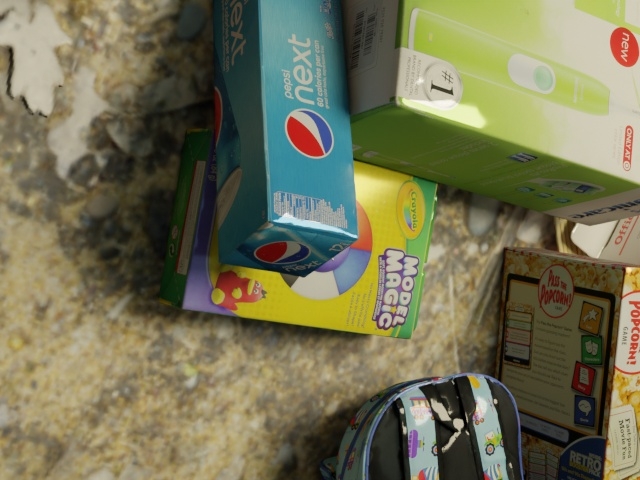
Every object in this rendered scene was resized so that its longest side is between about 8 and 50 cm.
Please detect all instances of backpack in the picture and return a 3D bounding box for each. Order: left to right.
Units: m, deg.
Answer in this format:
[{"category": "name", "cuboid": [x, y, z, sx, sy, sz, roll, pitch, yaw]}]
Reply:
[{"category": "backpack", "cuboid": [0.076, 0.181, 0.875, 0.158, 0.117, 0.173, -10, 101, -27]}]

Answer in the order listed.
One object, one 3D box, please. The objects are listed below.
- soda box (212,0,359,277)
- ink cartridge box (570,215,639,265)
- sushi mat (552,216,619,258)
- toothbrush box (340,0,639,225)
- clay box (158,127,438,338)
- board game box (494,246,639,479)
[{"category": "soda box", "cuboid": [-0.027, -0.087, 0.764, 0.067, 0.071, 0.210, 11, 62, -28]}, {"category": "ink cartridge box", "cuboid": [0.317, 0.003, 0.993, 0.198, 0.067, 0.115, 33, 79, -29]}, {"category": "sushi mat", "cuboid": [0.269, 0.024, 1.018, 0.151, 0.019, 0.316, -16, 104, -27]}, {"category": "toothbrush box", "cuboid": [0.144, -0.145, 0.850, 0.283, 0.122, 0.206, 15, 74, -30]}, {"category": "clay box", "cuboid": [0.000, 0.000, 0.849, 0.222, 0.053, 0.127, 9, 90, -29]}, {"category": "board game box", "cuboid": [0.198, 0.108, 0.917, 0.045, 0.147, 0.193, 2, 95, -29]}]
